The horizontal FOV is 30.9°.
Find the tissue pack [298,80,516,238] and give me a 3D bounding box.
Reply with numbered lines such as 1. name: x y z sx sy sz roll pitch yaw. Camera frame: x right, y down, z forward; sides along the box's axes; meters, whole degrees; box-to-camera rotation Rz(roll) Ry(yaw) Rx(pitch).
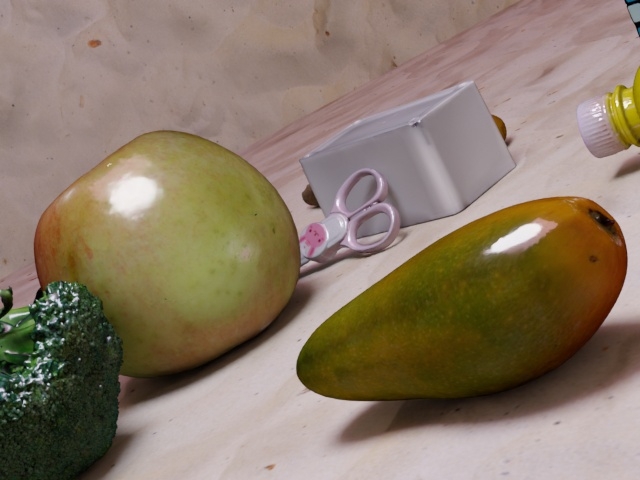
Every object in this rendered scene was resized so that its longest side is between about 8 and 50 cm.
1. tissue pack: 0.116 -0.108 1.614 0.246 0.136 0.159 -15 17 48

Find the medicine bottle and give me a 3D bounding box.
1. medicine bottle: 0.387 -0.154 1.247 0.212 0.121 0.122 -20 14 31

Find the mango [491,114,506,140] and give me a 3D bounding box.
1. mango: 0.236 -0.154 1.730 0.080 0.060 0.114 -2 21 28

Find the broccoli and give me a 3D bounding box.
1. broccoli: -0.347 0.146 1.193 0.297 0.297 0.297 -51 17 22

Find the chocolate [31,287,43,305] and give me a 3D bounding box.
1. chocolate: -0.407 0.132 1.812 0.149 0.125 0.080 -32 -5 -2

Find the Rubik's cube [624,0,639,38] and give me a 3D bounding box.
1. Rubik's cube: 0.564 -0.380 1.673 0.182 0.187 0.184 -33 15 -26

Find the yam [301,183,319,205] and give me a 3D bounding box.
1. yam: 0.033 -0.079 1.891 0.046 0.046 0.264 -31 11 -18

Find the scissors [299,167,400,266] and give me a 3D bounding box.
1. scissors: 0.000 0.000 1.560 0.242 0.118 0.030 -33 -33 27

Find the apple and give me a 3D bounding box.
1. apple: -0.192 0.012 1.431 0.319 0.277 0.319 -28 11 6

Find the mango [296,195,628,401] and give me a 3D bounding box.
1. mango: 0.114 0.057 0.920 0.289 0.129 0.146 -22 22 42
